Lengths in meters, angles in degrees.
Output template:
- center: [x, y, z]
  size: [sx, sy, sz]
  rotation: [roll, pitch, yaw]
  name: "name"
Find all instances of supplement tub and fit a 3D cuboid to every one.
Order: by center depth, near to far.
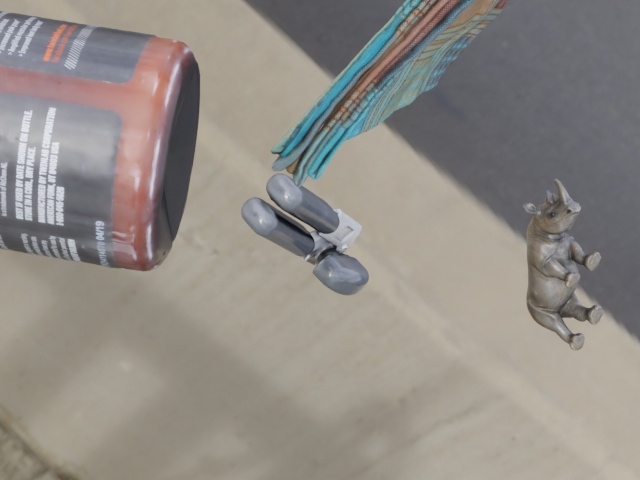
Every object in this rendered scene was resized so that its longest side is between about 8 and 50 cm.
- center: [-0.158, -0.052, 0.619]
  size: [0.198, 0.106, 0.106]
  rotation: [10, 48, 2]
  name: "supplement tub"

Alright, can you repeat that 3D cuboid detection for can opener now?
- center: [0.000, 0.000, 1.596]
  size: [0.095, 0.076, 0.283]
  rotation: [48, 6, 18]
  name: "can opener"

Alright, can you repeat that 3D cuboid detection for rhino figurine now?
- center: [0.319, 0.025, 1.902]
  size: [0.073, 0.243, 0.106]
  rotation: [-26, 35, -27]
  name: "rhino figurine"

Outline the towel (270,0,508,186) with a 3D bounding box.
- center: [0.117, -0.181, 1.077]
  size: [0.040, 0.271, 0.370]
  rotation: [46, 26, 2]
  name: "towel"
